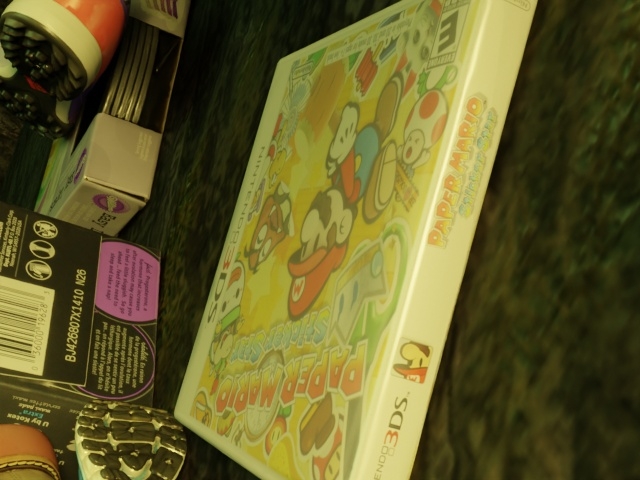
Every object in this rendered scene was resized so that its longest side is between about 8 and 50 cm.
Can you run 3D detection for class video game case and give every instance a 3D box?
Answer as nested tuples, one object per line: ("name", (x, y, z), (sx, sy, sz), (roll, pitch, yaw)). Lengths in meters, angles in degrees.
("video game case", (0.000, 0.000, 0.440), (0.227, 0.026, 0.206), (1, 74, 67))

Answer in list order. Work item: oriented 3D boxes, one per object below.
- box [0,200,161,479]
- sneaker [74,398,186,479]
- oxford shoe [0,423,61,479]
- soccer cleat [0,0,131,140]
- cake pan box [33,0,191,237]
("box", (-0.236, 0.126, 0.748), (0.270, 0.143, 0.165), (-55, 27, 36))
("sneaker", (-0.111, 0.150, 0.538), (0.162, 0.063, 0.073), (-107, 37, -56))
("oxford shoe", (-0.230, 0.285, 0.649), (0.130, 0.123, 0.348), (49, 133, 38))
("soccer cleat", (-0.237, -0.176, 0.904), (0.116, 0.108, 0.318), (-56, 16, -18))
("cake pan box", (-0.214, -0.109, 0.991), (0.267, 0.070, 0.246), (-34, 45, 56))
